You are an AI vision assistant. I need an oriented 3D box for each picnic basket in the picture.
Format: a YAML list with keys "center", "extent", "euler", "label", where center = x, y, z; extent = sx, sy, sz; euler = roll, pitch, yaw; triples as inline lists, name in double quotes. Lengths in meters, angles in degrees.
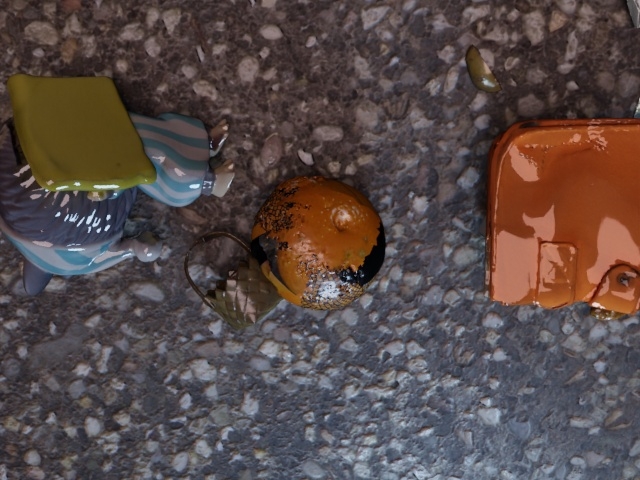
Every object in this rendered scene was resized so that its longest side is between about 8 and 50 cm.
- center: [-0.159, 0.065, 1.271]
  extent: [0.128, 0.138, 0.178]
  euler: [-40, 94, -27]
  label: "picnic basket"

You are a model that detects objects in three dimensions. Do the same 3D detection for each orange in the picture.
- center: [0.000, 0.000, 1.213]
  extent: [0.234, 0.234, 0.182]
  euler: [28, 148, -5]
  label: "orange"

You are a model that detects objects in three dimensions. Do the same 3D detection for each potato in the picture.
- center: [0.269, -0.282, 1.213]
  extent: [0.036, 0.037, 0.093]
  euler: [-34, 101, 15]
  label: "potato"

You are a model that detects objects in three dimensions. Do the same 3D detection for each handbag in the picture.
- center: [0.464, -0.035, 1.124]
  extent: [0.410, 0.116, 0.304]
  euler: [1, 91, 2]
  label: "handbag"

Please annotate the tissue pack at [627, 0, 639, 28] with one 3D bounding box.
- center: [0.590, -0.424, 1.164]
  extent: [0.193, 0.026, 0.123]
  euler: [-12, 103, 6]
  label: "tissue pack"

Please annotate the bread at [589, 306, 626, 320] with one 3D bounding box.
- center: [0.566, 0.059, 1.266]
  extent: [0.233, 0.076, 0.105]
  euler: [-33, 113, 3]
  label: "bread"

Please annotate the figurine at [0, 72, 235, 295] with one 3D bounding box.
- center: [-0.383, -0.070, 1.251]
  extent: [0.361, 0.266, 0.378]
  euler: [8, 141, -25]
  label: "figurine"

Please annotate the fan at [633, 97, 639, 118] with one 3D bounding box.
- center: [0.600, -0.202, 1.230]
  extent: [0.131, 0.009, 0.240]
  euler: [15, 105, -1]
  label: "fan"

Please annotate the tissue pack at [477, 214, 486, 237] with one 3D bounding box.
- center: [0.366, -0.024, 1.241]
  extent: [0.148, 0.099, 0.106]
  euler: [25, 99, -3]
  label: "tissue pack"
